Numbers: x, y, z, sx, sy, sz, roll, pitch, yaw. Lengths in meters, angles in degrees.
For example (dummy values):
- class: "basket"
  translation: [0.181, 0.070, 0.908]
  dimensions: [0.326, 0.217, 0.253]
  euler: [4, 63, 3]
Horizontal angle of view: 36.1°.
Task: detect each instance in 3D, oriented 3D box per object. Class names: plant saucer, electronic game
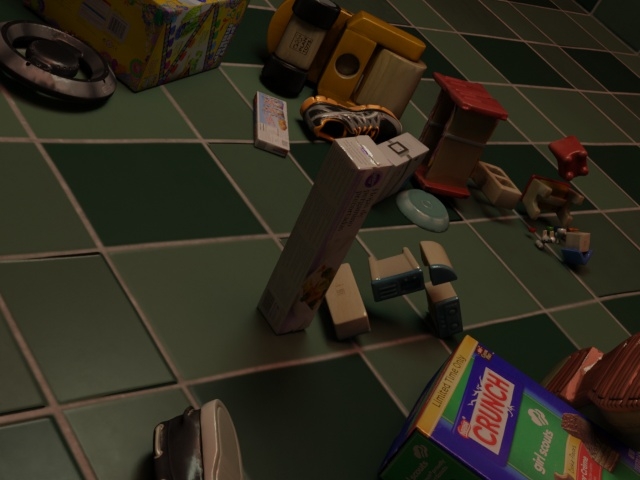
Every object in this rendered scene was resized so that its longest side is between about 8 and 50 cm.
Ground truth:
- class: "plant saucer"
  translation: [0.202, -0.064, 1.899]
  dimensions: [0.119, 0.021, 0.119]
  euler: [21, 33, -14]
- class: "electronic game"
  translation: [-0.456, -0.304, 1.671]
  dimensions: [0.229, 0.048, 0.229]
  euler: [24, 28, -13]

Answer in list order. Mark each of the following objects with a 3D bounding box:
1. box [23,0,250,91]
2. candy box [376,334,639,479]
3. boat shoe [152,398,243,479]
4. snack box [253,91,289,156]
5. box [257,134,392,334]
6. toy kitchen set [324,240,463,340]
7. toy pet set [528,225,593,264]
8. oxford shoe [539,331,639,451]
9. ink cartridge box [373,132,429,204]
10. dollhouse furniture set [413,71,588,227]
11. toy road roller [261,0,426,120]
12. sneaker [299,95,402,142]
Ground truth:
- class: "box"
  translation: [-0.340, -0.456, 1.856]
  dimensions: [0.290, 0.177, 0.279]
  euler: [38, 32, 11]
- class: "candy box"
  translation: [0.268, 0.310, 1.346]
  dimensions: [0.317, 0.122, 0.268]
  euler: [34, 31, 6]
- class: "boat shoe"
  translation: [-0.133, 0.310, 1.056]
  dimensions: [0.302, 0.091, 0.114]
  euler: [-98, 166, -53]
- class: "snack box"
  translation: [-0.095, -0.224, 1.879]
  dimensions: [0.064, 0.022, 0.178]
  euler: [18, 34, -17]
- class: "box"
  translation: [0.000, 0.000, 1.366]
  dimensions: [0.063, 0.324, 0.067]
  euler: [-10, 49, -39]
- class: "toy kitchen set"
  translation: [0.120, 0.116, 1.552]
  dimensions: [0.207, 0.166, 0.122]
  euler: [-16, 42, -2]
- class: "toy pet set"
  translation: [0.503, 0.011, 2.029]
  dimensions: [0.114, 0.065, 0.122]
  euler: [11, 10, 42]
- class: "oxford shoe"
  translation: [0.464, 0.228, 1.422]
  dimensions: [0.146, 0.397, 0.140]
  euler: [43, 75, -3]
- class: "ink cartridge box"
  translation: [0.120, -0.130, 1.848]
  dimensions: [0.060, 0.104, 0.180]
  euler: [41, 34, 14]
- class: "dollhouse furniture set"
  translation: [0.375, -0.182, 2.009]
  dimensions: [0.374, 0.201, 0.152]
  euler: [12, 28, -24]
- class: "toy road roller"
  translation: [0.047, -0.398, 2.077]
  dimensions: [0.329, 0.202, 0.240]
  euler: [25, 21, -8]
- class: "sneaker"
  translation: [0.064, -0.223, 1.959]
  dimensions: [0.215, 0.084, 0.083]
  euler: [6, 42, -19]
